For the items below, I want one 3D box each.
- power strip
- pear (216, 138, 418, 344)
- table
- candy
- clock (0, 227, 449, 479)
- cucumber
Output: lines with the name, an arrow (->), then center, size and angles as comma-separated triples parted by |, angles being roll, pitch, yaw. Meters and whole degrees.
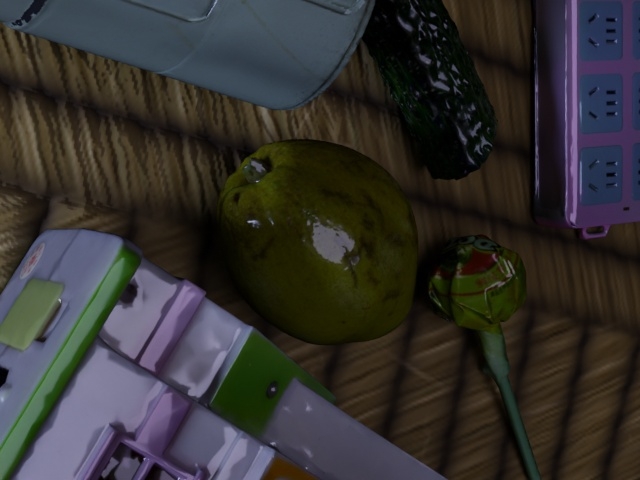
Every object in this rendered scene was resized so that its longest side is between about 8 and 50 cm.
power strip -> 0.189, -0.138, 0.878 | 0.109, 0.037, 0.278 | -6, 99, -32
pear -> 0.000, 0.000, 0.732 | 0.107, 0.107, 0.131 | -49, 127, -19
table -> -0.093, -0.150, 0.643 | 0.220, 0.126, 0.126 | 14, 88, -32
candy -> 0.115, 0.082, 0.856 | 0.058, 0.062, 0.193 | -76, 151, -58
clock -> -0.061, 0.174, 0.681 | 0.309, 0.166, 0.235 | 36, 76, -23
cucumber -> 0.047, -0.124, 0.778 | 0.058, 0.058, 0.187 | -42, 117, -22
